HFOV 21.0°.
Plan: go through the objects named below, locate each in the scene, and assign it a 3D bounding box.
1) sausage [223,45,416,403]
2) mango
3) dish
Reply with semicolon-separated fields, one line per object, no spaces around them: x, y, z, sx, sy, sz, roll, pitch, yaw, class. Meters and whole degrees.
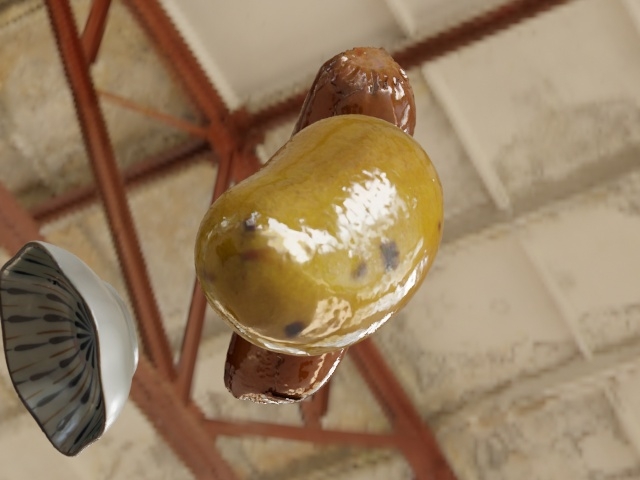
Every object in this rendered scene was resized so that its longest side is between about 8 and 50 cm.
0.000;0.000;1.397;0.102;0.102;0.330;14;-62;-6;sausage
0.002;0.001;0.928;0.090;0.178;0.115;-5;-67;35;mango
-0.204;0.086;1.471;0.066;0.190;0.190;-16;-41;-35;dish
